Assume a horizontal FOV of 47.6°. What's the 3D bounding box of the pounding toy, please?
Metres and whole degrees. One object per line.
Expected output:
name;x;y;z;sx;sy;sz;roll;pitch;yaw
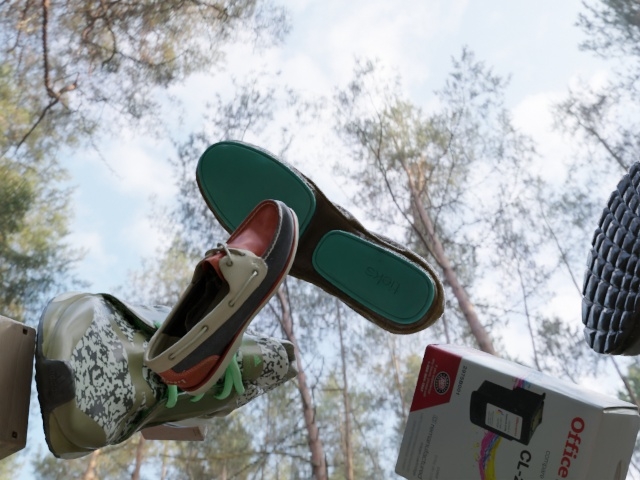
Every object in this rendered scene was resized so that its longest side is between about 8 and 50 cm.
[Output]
pounding toy;-0.310;0.135;0.624;0.141;0.130;0.100;-28;-39;23

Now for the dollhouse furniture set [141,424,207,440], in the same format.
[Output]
dollhouse furniture set;-0.249;0.257;1.282;0.144;0.123;0.151;-2;-51;13

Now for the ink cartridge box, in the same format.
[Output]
ink cartridge box;0.164;0.174;0.627;0.072;0.175;0.127;14;-90;-44

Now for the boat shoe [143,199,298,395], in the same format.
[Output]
boat shoe;-0.059;0.028;0.448;0.043;0.049;0.137;46;-114;-40

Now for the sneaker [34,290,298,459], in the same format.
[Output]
sneaker;-0.131;0.118;0.740;0.182;0.410;0.158;-12;-99;12

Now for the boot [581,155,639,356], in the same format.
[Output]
boot;0.364;-0.032;0.562;0.223;0.118;0.338;19;-73;-6

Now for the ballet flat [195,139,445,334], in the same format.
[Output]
ballet flat;0.000;0.000;0.864;0.342;0.124;0.116;31;-94;18
